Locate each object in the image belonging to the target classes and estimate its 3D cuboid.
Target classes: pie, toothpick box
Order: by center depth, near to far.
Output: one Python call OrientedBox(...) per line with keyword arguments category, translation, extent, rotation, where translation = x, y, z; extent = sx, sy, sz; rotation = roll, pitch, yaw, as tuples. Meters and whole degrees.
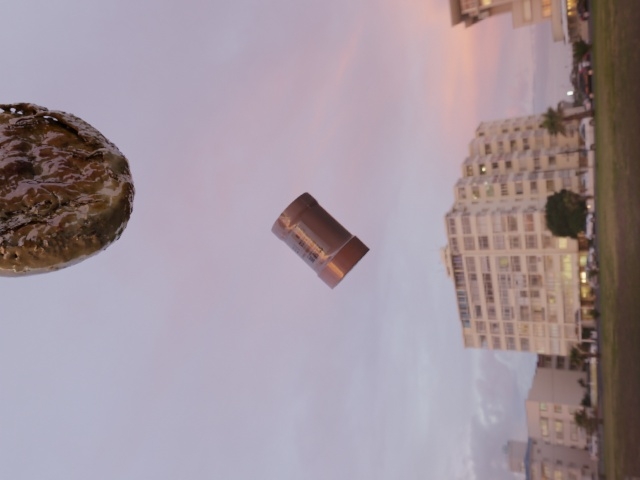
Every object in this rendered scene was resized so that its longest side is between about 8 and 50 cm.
OrientedBox(category="pie", translation=(-0.341, -0.068, 0.539), extent=(0.274, 0.274, 0.055), rotation=(-56, -9, -46))
OrientedBox(category="toothpick box", translation=(0.000, 0.000, 0.833), extent=(0.149, 0.098, 0.098), rotation=(44, -146, 7))
